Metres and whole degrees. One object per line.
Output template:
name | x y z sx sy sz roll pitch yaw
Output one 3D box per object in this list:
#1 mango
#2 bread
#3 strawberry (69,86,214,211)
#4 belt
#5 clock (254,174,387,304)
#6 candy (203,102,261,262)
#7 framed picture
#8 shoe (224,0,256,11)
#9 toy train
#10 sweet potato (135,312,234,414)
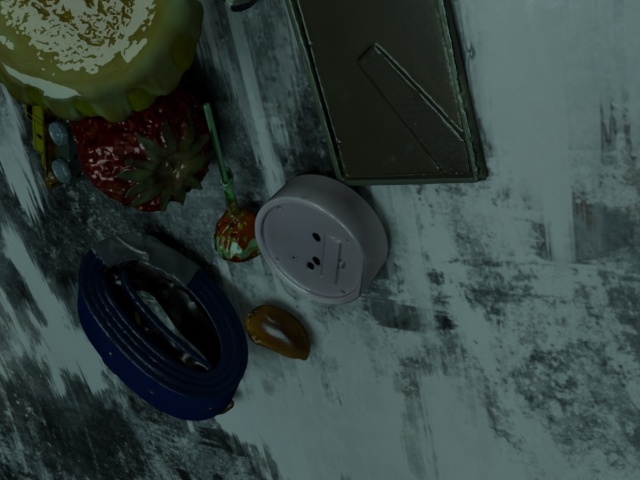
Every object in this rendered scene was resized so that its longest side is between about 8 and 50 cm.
mango | -0.068 0.156 1.463 0.127 0.063 0.077 32 129 5
bread | -0.332 -0.312 1.187 0.333 0.333 0.160 40 172 4
strawberry | -0.292 -0.168 1.320 0.244 0.205 0.205 42 139 33
belt | -0.270 0.145 1.477 0.347 0.212 0.117 45 148 13
clock | 0.000 0.000 1.288 0.196 0.068 0.197 22 137 22
candy | -0.146 -0.083 1.312 0.078 0.084 0.288 -126 18 -48
framed picture | 0.082 -0.215 1.128 0.231 0.024 0.315 2 120 34
shoe | -0.115 -0.376 1.128 0.071 0.064 0.143 31 133 29
toy train | -0.444 -0.184 1.473 0.127 0.089 0.219 34 135 24
sweet potato | -0.277 0.239 1.665 0.273 0.075 0.075 43 135 8
